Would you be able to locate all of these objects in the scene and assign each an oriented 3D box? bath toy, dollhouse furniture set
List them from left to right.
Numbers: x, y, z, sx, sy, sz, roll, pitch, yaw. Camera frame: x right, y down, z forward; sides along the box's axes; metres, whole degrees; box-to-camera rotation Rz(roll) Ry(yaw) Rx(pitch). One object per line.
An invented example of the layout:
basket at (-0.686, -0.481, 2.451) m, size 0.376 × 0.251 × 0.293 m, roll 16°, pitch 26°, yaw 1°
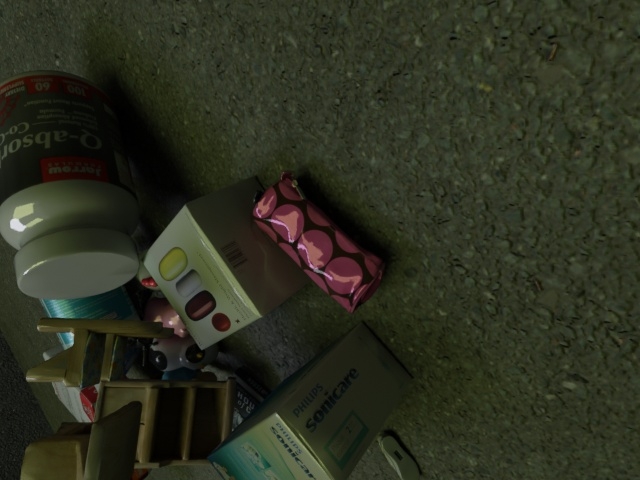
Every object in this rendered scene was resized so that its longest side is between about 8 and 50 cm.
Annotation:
dollhouse furniture set at (-0.271, 0.322, 0.675) m, size 0.394 × 0.257 × 0.361 m, roll 131°, pitch 142°, yaw -72°
bath toy at (-0.316, 0.183, 0.913) m, size 0.129 × 0.152 × 0.347 m, roll -136°, pitch 36°, yaw -67°

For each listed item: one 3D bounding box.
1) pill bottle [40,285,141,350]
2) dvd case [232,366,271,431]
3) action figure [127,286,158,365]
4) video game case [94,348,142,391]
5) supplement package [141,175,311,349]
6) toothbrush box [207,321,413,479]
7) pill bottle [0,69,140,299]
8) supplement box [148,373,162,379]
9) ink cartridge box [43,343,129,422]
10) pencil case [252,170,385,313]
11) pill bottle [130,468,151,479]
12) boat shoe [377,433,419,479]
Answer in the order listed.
pill bottle at (-0.482, 0.096, 0.844) m, size 0.146 × 0.146 × 0.263 m, roll -14°, pitch 100°, yaw 43°
dvd case at (-0.146, 0.424, 0.977) m, size 0.179 × 0.030 × 0.238 m, roll 33°, pitch 131°, yaw 20°
action figure at (-0.469, 0.159, 1.001) m, size 0.275 × 0.164 × 0.141 m, roll 61°, pitch 179°, yaw -14°
video game case at (-0.571, 0.229, 1.097) m, size 0.244 × 0.061 × 0.269 m, roll 65°, pitch 171°, yaw -10°
supplement package at (-0.153, 0.042, 0.691) m, size 0.203 × 0.149 × 0.194 m, roll -35°, pitch 89°, yaw 43°
toothbrush box at (-0.024, 0.289, 0.675) m, size 0.126 × 0.216 × 0.295 m, roll 47°, pitch 133°, yaw 8°
pill bottle at (-0.440, -0.096, 0.732) m, size 0.210 × 0.210 × 0.362 m, roll -45°, pitch 59°, yaw 44°
supplement box at (-0.460, 0.493, 1.217) m, size 0.188 × 0.104 × 0.080 m, roll 28°, pitch 127°, yaw 24°
ink cartridge box at (-0.649, 0.424, 1.188) m, size 0.273 × 0.114 × 0.196 m, roll 25°, pitch 125°, yaw 29°
pencil case at (0.000, 0.000, 0.589) m, size 0.209 × 0.095 × 0.098 m, roll 42°, pitch 116°, yaw 11°
pill bottle at (-0.681, 0.714, 1.316) m, size 0.224 × 0.392 × 0.223 m, roll 19°, pitch 125°, yaw 31°
boat shoe at (0.133, 0.378, 0.726) m, size 0.100 × 0.035 × 0.035 m, roll 52°, pitch 162°, yaw -1°
